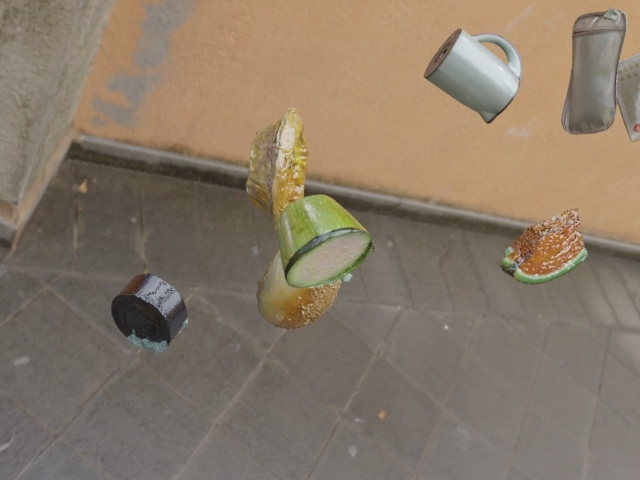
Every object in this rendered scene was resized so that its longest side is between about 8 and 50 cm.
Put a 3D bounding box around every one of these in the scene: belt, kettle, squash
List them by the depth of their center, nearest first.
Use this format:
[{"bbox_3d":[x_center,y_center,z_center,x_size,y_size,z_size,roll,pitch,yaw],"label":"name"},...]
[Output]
[{"bbox_3d":[0.000,0.000,1.209,0.170,0.170,0.122,3,48,-34],"label":"squash"},{"bbox_3d":[-0.356,0.155,1.428,0.151,0.198,0.078,32,49,2],"label":"belt"},{"bbox_3d":[0.443,-0.474,1.889,0.236,0.161,0.221,33,86,-10],"label":"kettle"}]

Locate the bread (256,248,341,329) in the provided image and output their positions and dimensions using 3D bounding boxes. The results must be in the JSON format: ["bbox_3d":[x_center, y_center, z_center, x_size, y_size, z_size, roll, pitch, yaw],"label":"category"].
[{"bbox_3d":[-0.052,0.106,1.558,0.171,0.314,0.192,32,55,7],"label":"bread"}]

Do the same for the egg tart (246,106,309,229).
[{"bbox_3d":[-0.122,-0.196,1.865,0.150,0.352,0.352,7,47,5],"label":"egg tart"}]

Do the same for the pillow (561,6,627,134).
[{"bbox_3d":[0.518,-0.318,1.294,0.038,0.131,0.232,-1,98,-29],"label":"pillow"}]

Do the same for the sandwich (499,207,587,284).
[{"bbox_3d":[0.460,0.015,1.427,0.235,0.159,0.079,-25,43,-23],"label":"sandwich"}]

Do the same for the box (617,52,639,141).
[{"bbox_3d":[0.793,-0.354,1.651,0.058,0.141,0.201,-10,82,-63],"label":"box"}]

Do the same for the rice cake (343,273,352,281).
[{"bbox_3d":[0.038,0.068,1.754,0.022,0.022,0.121,18,17,-48],"label":"rice cake"}]
